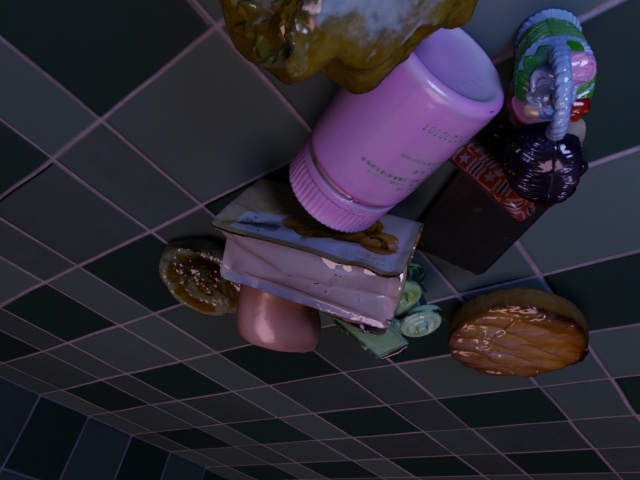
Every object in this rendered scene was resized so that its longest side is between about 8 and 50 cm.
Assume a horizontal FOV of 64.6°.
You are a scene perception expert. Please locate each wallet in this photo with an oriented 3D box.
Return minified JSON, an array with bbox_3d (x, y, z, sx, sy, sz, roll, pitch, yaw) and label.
[{"bbox_3d":[0.289,-0.058,0.884,0.171,0.044,0.321,20,142,-5],"label":"wallet"}]

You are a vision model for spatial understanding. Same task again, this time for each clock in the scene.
[{"bbox_3d":[0.284,-0.161,0.635,0.100,0.195,0.194,1,142,18],"label":"clock"}]

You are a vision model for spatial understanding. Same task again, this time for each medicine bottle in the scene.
[{"bbox_3d":[0.091,-0.152,0.711,0.178,0.178,0.290,25,140,-16],"label":"medicine bottle"}]

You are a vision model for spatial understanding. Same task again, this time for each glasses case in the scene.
[{"bbox_3d":[0.235,-0.109,0.734,0.049,0.194,0.073,-45,148,12],"label":"glasses case"}]

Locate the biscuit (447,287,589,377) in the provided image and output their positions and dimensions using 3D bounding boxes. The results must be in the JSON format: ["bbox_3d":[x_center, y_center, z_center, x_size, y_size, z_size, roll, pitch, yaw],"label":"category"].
[{"bbox_3d":[0.433,0.204,1.125,0.297,0.101,0.296,5,139,5],"label":"biscuit"}]

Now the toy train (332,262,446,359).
[{"bbox_3d":[0.125,0.115,1.018,0.188,0.159,0.271,-29,137,15],"label":"toy train"}]

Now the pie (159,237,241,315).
[{"bbox_3d":[-0.268,0.090,1.178,0.241,0.054,0.240,11,132,12],"label":"pie"}]

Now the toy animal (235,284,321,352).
[{"bbox_3d":[-0.073,0.114,1.070,0.195,0.256,0.213,17,-168,37],"label":"toy animal"}]

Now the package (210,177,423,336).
[{"bbox_3d":[-0.006,0.030,0.864,0.311,0.221,0.164,17,121,12],"label":"package"}]

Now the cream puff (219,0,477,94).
[{"bbox_3d":[0.033,-0.322,0.474,0.275,0.269,0.323,-7,141,-12],"label":"cream puff"}]
